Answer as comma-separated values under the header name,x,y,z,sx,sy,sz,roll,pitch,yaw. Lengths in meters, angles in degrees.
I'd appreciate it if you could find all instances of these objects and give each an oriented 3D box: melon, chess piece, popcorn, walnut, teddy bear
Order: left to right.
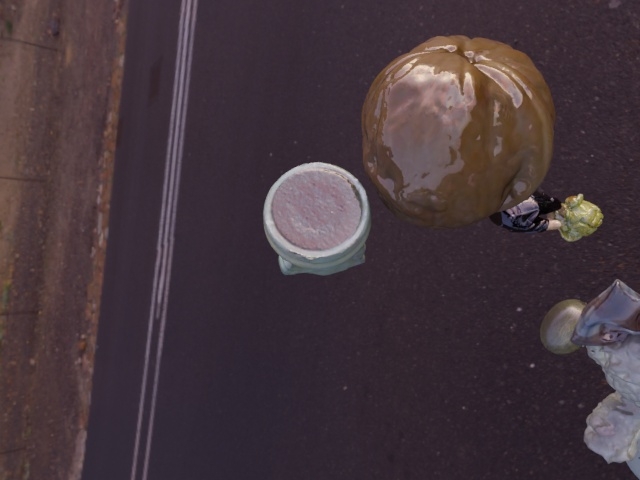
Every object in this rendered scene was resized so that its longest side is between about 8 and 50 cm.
name,x,y,z,sx,sy,sz,roll,pitch,yaw
chess piece,0.000,0.000,0.825,0.298,0.176,0.175,79,176,-70
walnut,0.197,-0.156,0.686,0.285,0.296,0.285,23,141,20
melon,0.538,0.188,0.997,0.098,0.098,0.130,40,107,44
popcorn,0.850,-0.079,1.508,0.136,0.141,0.162,-1,105,21
teddy bear,0.516,0.251,0.608,0.328,0.362,0.375,-22,64,37

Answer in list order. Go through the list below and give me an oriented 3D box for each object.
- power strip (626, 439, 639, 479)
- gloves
name,x,y,z,sx,sy,sz,roll,pitch,yaw
power strip,1.055,0.599,1.300,0.358,0.161,0.357,27,137,28
gloves,0.568,-0.086,1.248,0.124,0.204,0.164,85,169,-49
